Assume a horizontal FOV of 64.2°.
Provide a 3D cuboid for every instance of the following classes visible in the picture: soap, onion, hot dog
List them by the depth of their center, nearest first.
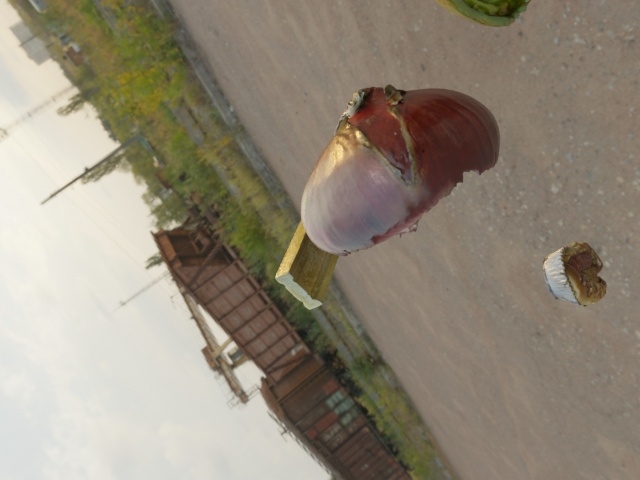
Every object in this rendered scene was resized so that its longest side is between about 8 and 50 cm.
[{"bbox_3d":[0.083,-0.082,0.593,0.161,0.248,0.248,61,174,15],"label":"onion"},{"bbox_3d":[-0.001,0.000,0.930,0.037,0.252,0.092,-22,122,38],"label":"soap"},{"bbox_3d":[0.487,0.063,0.973,0.252,0.069,0.131,0,-109,-52],"label":"hot dog"}]

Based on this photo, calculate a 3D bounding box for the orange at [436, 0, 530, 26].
[{"bbox_3d":[0.167,-0.370,0.469,0.196,0.335,0.262,16,168,39],"label":"orange"}]
